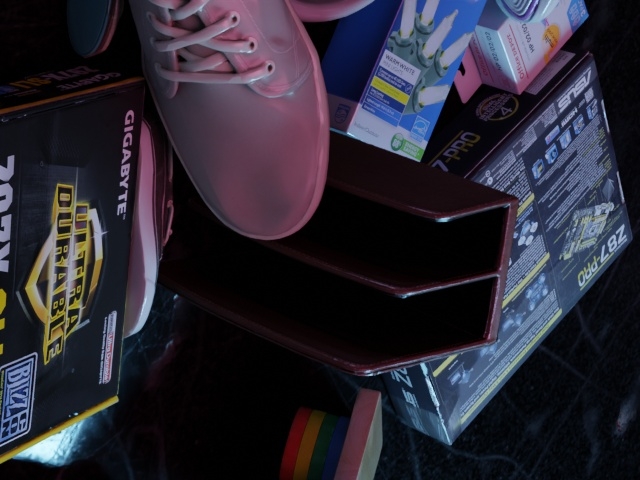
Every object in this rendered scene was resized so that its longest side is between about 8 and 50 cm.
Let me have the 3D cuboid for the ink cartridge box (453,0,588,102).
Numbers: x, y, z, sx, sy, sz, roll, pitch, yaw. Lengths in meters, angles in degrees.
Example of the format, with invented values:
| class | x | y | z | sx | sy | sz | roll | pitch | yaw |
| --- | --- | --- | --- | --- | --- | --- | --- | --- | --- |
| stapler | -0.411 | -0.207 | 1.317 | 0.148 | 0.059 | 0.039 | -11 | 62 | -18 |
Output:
| class | x | y | z | sx | sy | sz | roll | pitch | yaw |
| --- | --- | --- | --- | --- | --- | --- | --- | --- | --- |
| ink cartridge box | 0.225 | -0.244 | 1.964 | 0.181 | 0.061 | 0.104 | -48 | 136 | -21 |

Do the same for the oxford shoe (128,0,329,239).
| class | x | y | z | sx | sy | sz | roll | pitch | yaw |
| --- | --- | --- | --- | --- | --- | --- | --- | --- | --- |
| oxford shoe | -0.099 | -0.195 | 1.475 | 0.130 | 0.169 | 0.449 | -63 | 146 | -59 |

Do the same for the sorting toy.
| class | x | y | z | sx | sy | sz | roll | pitch | yaw |
| --- | --- | --- | --- | --- | --- | --- | --- | --- | --- |
| sorting toy | -0.008 | 0.304 | 1.867 | 0.257 | 0.089 | 0.255 | 83 | 23 | -70 |

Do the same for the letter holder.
| class | x | y | z | sx | sy | sz | roll | pitch | yaw |
| --- | --- | --- | --- | --- | --- | --- | --- | --- | --- |
| letter holder | 0.000 | 0.000 | 1.639 | 0.214 | 0.302 | 0.152 | -11 | 115 | -45 |

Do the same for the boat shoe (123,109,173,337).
| class | x | y | z | sx | sy | sz | roll | pitch | yaw |
| --- | --- | --- | --- | --- | --- | --- | --- | --- | --- |
| boat shoe | -0.170 | -0.015 | 1.616 | 0.070 | 0.078 | 0.219 | -18 | 120 | -52 |

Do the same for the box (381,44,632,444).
| class | x | y | z | sx | sy | sz | roll | pitch | yaw |
| --- | --- | --- | --- | --- | --- | --- | --- | --- | --- |
| box | 0.208 | -0.001 | 2.033 | 0.395 | 0.097 | 0.318 | -45 | 134 | -25 |

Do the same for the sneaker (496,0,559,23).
| class | x | y | z | sx | sy | sz | roll | pitch | yaw |
| --- | --- | --- | --- | --- | --- | --- | --- | --- | --- |
| sneaker | 0.263 | -0.390 | 1.880 | 0.152 | 0.114 | 0.305 | -2 | 100 | -51 |

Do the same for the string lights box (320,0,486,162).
| class | x | y | z | sx | sy | sz | roll | pitch | yaw |
| --- | --- | --- | --- | --- | --- | --- | --- | --- | --- |
| string lights box | 0.089 | -0.222 | 1.811 | 0.133 | 0.077 | 0.259 | 23 | 89 | -49 |

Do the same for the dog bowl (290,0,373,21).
| class | x | y | z | sx | sy | sz | roll | pitch | yaw |
| --- | --- | --- | --- | --- | --- | --- | --- | --- | --- |
| dog bowl | -0.012 | -0.366 | 1.614 | 0.349 | 0.102 | 0.348 | -22 | 122 | -41 |

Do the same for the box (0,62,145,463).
| class | x | y | z | sx | sy | sz | roll | pitch | yaw |
| --- | --- | --- | --- | --- | --- | --- | --- | --- | --- |
| box | -0.264 | 0.023 | 1.484 | 0.257 | 0.079 | 0.322 | -23 | 124 | -58 |

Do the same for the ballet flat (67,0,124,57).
| class | x | y | z | sx | sy | sz | roll | pitch | yaw |
| --- | --- | --- | --- | --- | --- | --- | --- | --- | --- |
| ballet flat | -0.190 | -0.244 | 1.509 | 0.052 | 0.057 | 0.168 | -23 | 124 | -51 |
